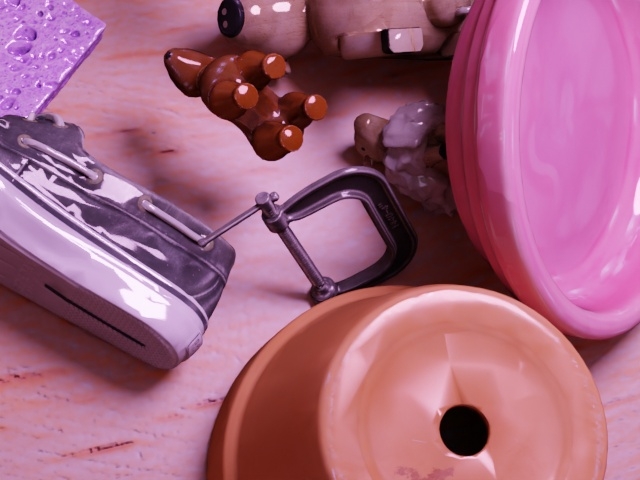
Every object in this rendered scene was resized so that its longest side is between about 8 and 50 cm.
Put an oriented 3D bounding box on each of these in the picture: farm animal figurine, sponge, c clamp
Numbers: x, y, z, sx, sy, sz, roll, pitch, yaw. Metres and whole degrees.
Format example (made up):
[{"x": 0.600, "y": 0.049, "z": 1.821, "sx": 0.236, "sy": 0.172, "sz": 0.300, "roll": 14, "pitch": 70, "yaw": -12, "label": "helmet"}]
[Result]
[{"x": 0.012, "y": -0.207, "z": 1.332, "sx": 0.326, "sy": 0.172, "sz": 0.330, "roll": 14, "pitch": 83, "yaw": -27, "label": "farm animal figurine"}, {"x": -0.286, "y": -0.184, "z": 1.333, "sx": 0.210, "sy": 0.031, "sz": 0.117, "roll": 36, "pitch": 69, "yaw": 1, "label": "sponge"}, {"x": 0.000, "y": 0.000, "z": 1.286, "sx": 0.137, "sy": 0.161, "sz": 0.022, "roll": -34, "pitch": 49, "yaw": 7, "label": "c clamp"}]

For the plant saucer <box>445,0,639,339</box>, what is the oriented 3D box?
[{"x": 0.195, "y": -0.093, "z": 1.297, "sx": 0.084, "sy": 0.332, "sz": 0.332, "roll": 6, "pitch": 64, "yaw": 37, "label": "plant saucer"}]

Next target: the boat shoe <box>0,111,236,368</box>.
[{"x": -0.216, "y": -0.036, "z": 1.267, "sx": 0.335, "sy": 0.121, "sz": 0.119, "roll": 36, "pitch": 61, "yaw": -11, "label": "boat shoe"}]

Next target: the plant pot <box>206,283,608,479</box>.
[{"x": 0.078, "y": 0.154, "z": 1.209, "sx": 0.290, "sy": 0.203, "sz": 0.291, "roll": 4, "pitch": 71, "yaw": -12, "label": "plant pot"}]
